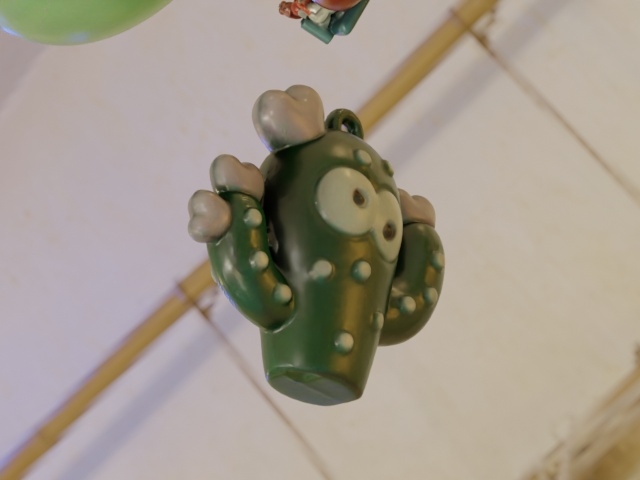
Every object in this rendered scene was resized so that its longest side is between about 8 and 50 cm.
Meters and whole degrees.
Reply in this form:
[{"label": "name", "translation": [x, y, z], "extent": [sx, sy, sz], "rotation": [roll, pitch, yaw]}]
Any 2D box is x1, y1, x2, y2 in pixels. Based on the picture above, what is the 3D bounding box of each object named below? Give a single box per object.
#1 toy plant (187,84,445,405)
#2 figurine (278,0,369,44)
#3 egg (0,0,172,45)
[{"label": "toy plant", "translation": [0.003, 0.001, 1.523], "extent": [0.112, 0.232, 0.243], "rotation": [-16, 31, 40]}, {"label": "figurine", "translation": [0.011, -0.234, 1.822], "extent": [0.068, 0.075, 0.140], "rotation": [-58, 4, -17]}, {"label": "egg", "translation": [-0.167, -0.272, 1.434], "extent": [0.269, 0.220, 0.220], "rotation": [-60, -13, -3]}]
